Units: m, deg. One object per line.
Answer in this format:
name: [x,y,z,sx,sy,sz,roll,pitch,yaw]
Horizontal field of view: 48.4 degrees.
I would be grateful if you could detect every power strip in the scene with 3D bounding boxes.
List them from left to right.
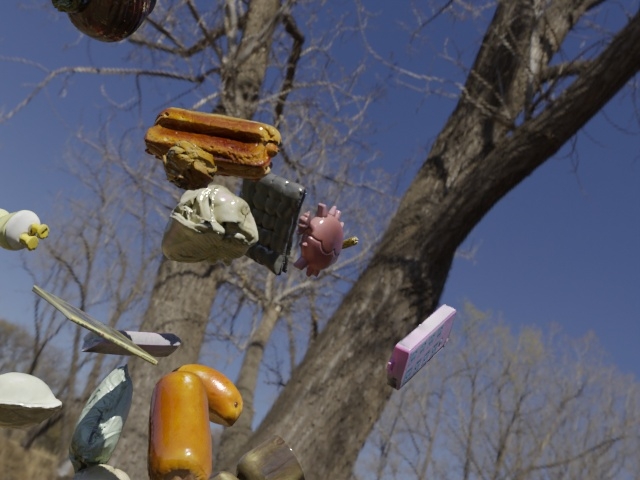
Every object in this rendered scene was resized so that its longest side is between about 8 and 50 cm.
power strip: [0.229,0.235,1.599,0.037,0.279,0.109,24,-62,26]

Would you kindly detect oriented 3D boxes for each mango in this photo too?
mango: [-0.292,0.387,1.815,0.217,0.102,0.141,23,-37,19]

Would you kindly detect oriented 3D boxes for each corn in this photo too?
corn: [0.088,0.007,2.234,0.083,0.028,0.027,-20,-45,42]

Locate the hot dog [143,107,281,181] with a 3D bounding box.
hot dog: [-0.266,-0.232,1.766,0.348,0.158,0.117,11,-31,14]

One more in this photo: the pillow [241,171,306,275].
pillow: [-0.177,-0.067,2.370,0.228,0.327,0.101,25,22,19]

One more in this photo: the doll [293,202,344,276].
doll: [0.000,0.000,2.000,0.093,0.211,0.262,21,-10,31]

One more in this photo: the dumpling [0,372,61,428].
dumpling: [-0.723,0.376,1.645,0.252,0.132,0.179,5,-8,34]

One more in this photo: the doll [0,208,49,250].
doll: [-0.974,-0.038,2.233,0.296,0.141,0.117,9,-33,39]

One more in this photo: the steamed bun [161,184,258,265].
steamed bun: [-0.345,-0.059,2.160,0.267,0.207,0.280,12,-31,-33]

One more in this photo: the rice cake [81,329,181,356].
rice cake: [-0.531,0.290,2.012,0.072,0.056,0.365,-37,-25,18]

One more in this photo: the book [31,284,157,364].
book: [-0.391,0.149,1.231,0.168,0.013,0.192,20,-16,46]

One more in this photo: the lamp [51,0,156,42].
lamp: [-0.493,-0.572,1.608,0.246,0.247,0.247,19,-24,9]

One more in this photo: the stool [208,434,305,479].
stool: [-0.199,0.733,2.147,0.179,0.264,0.179,41,-33,35]

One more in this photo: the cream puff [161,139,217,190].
cream puff: [-0.304,-0.167,1.628,0.133,0.104,0.119,4,-12,39]

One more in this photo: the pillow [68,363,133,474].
pillow: [-0.662,0.548,2.149,0.138,0.310,0.283,22,-40,-8]

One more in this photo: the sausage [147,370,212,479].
sausage: [-0.239,0.318,1.207,0.105,0.105,0.274,34,13,-23]

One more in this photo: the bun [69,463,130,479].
bun: [-0.640,0.720,2.060,0.193,0.178,0.128,8,33,-41]
